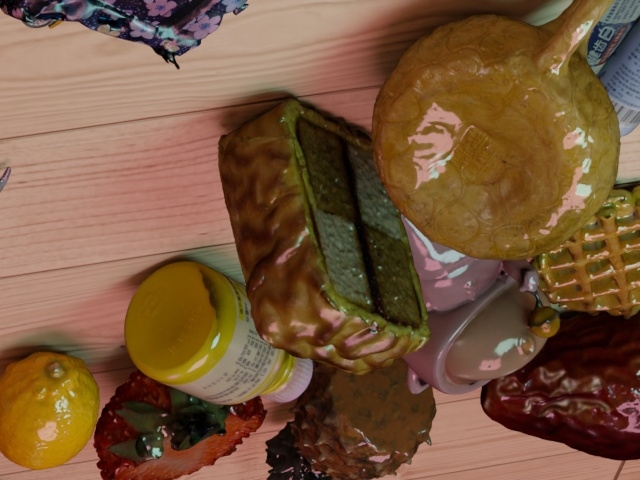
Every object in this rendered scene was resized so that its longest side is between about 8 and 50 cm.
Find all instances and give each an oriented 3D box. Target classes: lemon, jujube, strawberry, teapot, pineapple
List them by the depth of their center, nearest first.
[{"bbox_3d":[0.158,-0.105,1.589,0.203,0.167,0.311,34,125,3],"label":"teapot"},{"bbox_3d":[-0.283,0.172,1.983,0.114,0.114,0.155,1,143,-25],"label":"lemon"},{"bbox_3d":[-0.158,0.188,2.065,0.188,0.106,0.286,-21,168,-8],"label":"strawberry"},{"bbox_3d":[0.309,0.155,2.149,0.255,0.190,0.190,6,153,3],"label":"jujube"},{"bbox_3d":[0.012,0.217,2.157,0.158,0.157,0.279,3,153,-27],"label":"pineapple"}]

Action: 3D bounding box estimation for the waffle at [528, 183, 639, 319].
[{"bbox_3d":[0.322,0.006,1.984,0.238,0.058,0.243,9,144,-29],"label":"waffle"}]

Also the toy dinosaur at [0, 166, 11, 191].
[{"bbox_3d":[-0.342,-0.009,1.687,0.209,0.039,0.082,-31,146,31],"label":"toy dinosaur"}]

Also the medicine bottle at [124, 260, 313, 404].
[{"bbox_3d":[-0.089,0.105,1.921,0.122,0.121,0.212,-25,151,23],"label":"medicine bottle"}]

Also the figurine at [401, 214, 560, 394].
[{"bbox_3d":[0.138,0.051,1.867,0.176,0.186,0.287,-29,142,-22],"label":"figurine"}]

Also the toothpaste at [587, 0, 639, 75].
[{"bbox_3d":[0.227,-0.165,1.626,0.060,0.038,0.233,-4,149,-24],"label":"toothpaste"}]

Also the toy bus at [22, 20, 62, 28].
[{"bbox_3d":[-0.208,-0.215,1.311,0.074,0.069,0.162,-29,148,9],"label":"toy bus"}]

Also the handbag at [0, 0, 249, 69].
[{"bbox_3d":[-0.102,-0.232,1.234,0.208,0.127,0.228,4,123,-51],"label":"handbag"}]

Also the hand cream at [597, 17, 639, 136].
[{"bbox_3d":[0.296,-0.170,1.626,0.091,0.058,0.271,7,144,-24],"label":"hand cream"}]

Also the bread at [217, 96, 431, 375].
[{"bbox_3d":[0.000,0.000,1.646,0.096,0.222,0.181,-28,153,31],"label":"bread"}]
